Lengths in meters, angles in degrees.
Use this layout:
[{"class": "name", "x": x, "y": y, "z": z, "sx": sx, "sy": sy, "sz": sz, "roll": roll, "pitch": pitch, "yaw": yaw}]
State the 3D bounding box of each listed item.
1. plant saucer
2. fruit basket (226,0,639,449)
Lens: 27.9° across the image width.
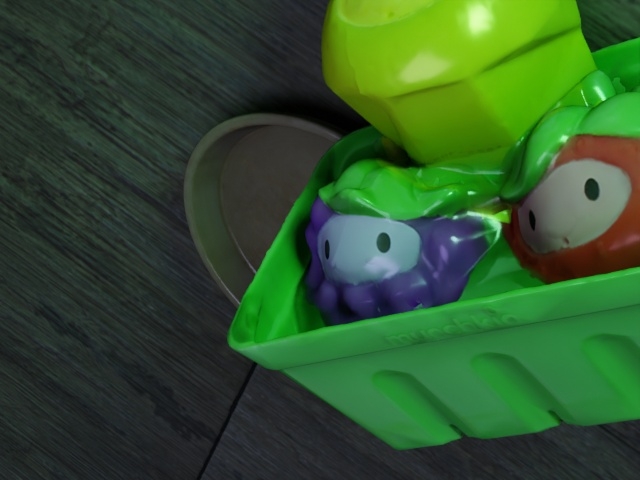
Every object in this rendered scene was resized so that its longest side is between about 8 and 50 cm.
[{"class": "plant saucer", "x": 0.000, "y": 0.000, "z": 1.151, "sx": 0.277, "sy": 0.041, "sz": 0.278, "roll": 21, "pitch": 135, "yaw": 22}, {"class": "fruit basket", "x": 0.104, "y": -0.065, "z": 0.859, "sx": 0.392, "sy": 0.283, "sz": 0.392, "roll": 14, "pitch": 137, "yaw": 13}]
